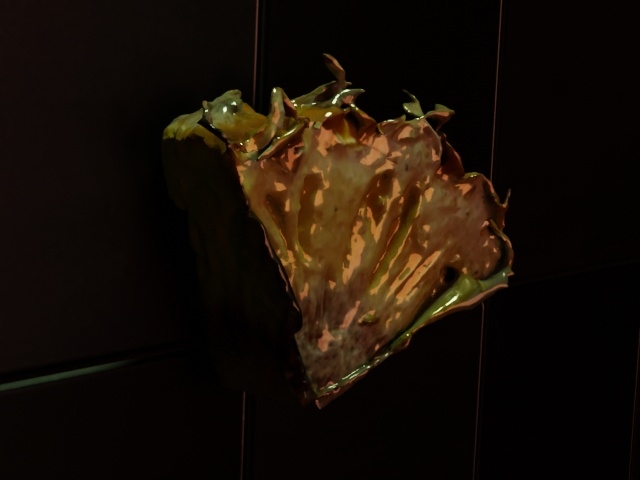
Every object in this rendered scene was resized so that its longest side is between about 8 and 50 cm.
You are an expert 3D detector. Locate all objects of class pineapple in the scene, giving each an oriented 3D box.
[{"bbox_3d":[0.000,0.000,0.766,0.236,0.114,0.186,17,84,-40],"label":"pineapple"}]
